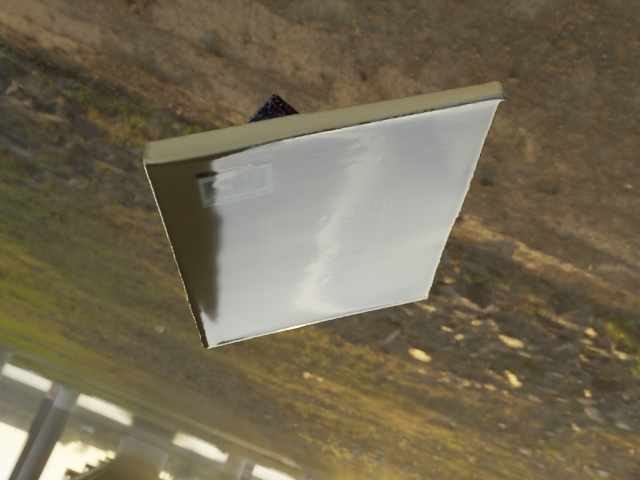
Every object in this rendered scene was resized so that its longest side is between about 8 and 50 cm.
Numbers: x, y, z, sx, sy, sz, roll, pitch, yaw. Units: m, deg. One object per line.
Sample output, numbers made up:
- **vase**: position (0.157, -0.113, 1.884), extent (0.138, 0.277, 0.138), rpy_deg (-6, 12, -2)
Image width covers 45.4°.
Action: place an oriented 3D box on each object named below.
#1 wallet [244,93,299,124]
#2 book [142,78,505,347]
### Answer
- **wallet**: position (-0.057, -0.064, 0.811), extent (0.111, 0.030, 0.166), rpy_deg (43, 128, -7)
- **book**: position (0.000, 0.000, 0.575), extent (0.217, 0.021, 0.310), rpy_deg (-12, 154, -8)
